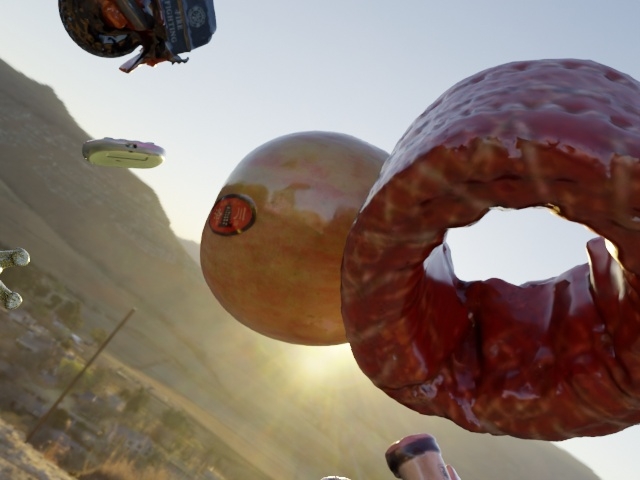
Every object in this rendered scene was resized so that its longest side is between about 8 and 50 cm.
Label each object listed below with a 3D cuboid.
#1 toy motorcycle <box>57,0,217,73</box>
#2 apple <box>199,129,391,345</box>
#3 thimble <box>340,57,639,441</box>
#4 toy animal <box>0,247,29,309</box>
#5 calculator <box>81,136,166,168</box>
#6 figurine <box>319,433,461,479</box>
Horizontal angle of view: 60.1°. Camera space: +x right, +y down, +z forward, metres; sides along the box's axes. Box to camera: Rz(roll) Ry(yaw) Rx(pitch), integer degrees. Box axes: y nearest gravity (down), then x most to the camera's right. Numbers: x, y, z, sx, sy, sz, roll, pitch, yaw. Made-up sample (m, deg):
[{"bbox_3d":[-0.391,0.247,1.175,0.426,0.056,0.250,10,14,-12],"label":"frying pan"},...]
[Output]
[{"bbox_3d":[-0.164,-0.333,0.516,0.148,0.221,0.325,35,-40,41],"label":"toy motorcycle"},{"bbox_3d":[0.000,0.000,0.981,0.347,0.391,0.391,26,-11,15],"label":"apple"},{"bbox_3d":[0.199,0.015,0.536,0.351,0.230,0.350,11,-52,15],"label":"thimble"},{"bbox_3d":[-0.554,0.035,0.857,0.101,0.103,0.218,18,-10,11],"label":"toy animal"},{"bbox_3d":[-0.466,-0.203,1.314,0.186,0.041,0.299,3,-1,-26],"label":"calculator"},{"bbox_3d":[0.062,0.445,0.785,0.253,0.362,0.211,63,18,5],"label":"figurine"}]
